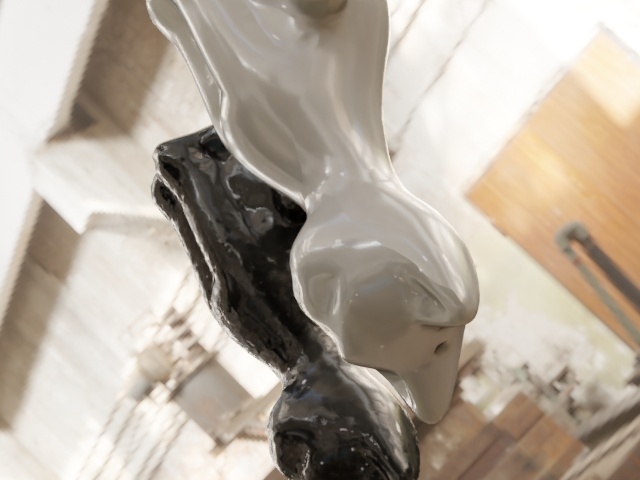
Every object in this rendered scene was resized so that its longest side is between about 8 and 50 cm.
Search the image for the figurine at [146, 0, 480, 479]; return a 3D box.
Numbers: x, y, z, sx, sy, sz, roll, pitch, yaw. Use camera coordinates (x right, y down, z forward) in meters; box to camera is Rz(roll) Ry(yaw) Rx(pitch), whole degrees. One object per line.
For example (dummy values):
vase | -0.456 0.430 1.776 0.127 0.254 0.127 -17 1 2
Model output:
figurine | 0.000 0.000 0.495 0.092 0.209 0.215 -14 -31 -15
